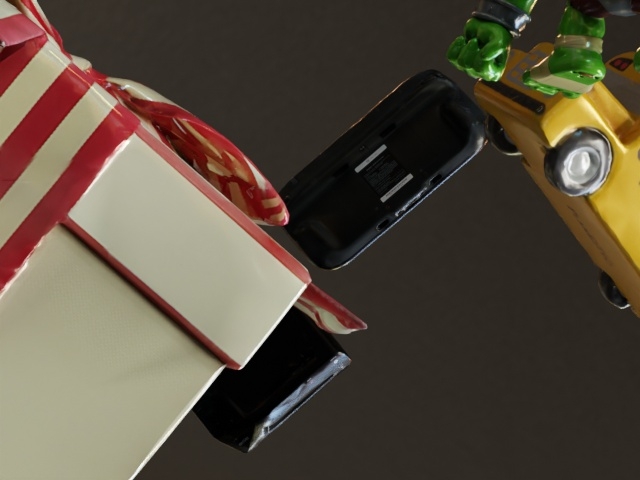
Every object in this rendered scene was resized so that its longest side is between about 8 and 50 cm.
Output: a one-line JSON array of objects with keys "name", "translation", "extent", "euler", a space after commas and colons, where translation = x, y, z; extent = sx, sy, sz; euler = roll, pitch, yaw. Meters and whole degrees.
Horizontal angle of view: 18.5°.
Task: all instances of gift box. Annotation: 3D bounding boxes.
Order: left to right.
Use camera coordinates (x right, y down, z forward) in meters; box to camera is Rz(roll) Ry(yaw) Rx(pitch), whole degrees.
[{"name": "gift box", "translation": [-0.156, 0.021, 0.788], "extent": [0.255, 0.258, 0.276], "euler": [42, -12, -16]}]

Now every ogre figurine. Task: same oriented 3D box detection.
[{"name": "ogre figurine", "translation": [0.174, -0.142, 1.073], "extent": [0.197, 0.118, 0.097], "euler": [-1, -13, 44]}]

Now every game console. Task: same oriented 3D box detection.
[{"name": "game console", "translation": [0.000, 0.000, 1.715], "extent": [0.213, 0.361, 0.044], "euler": [50, 2, 29]}]

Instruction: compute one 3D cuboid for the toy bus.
[{"name": "toy bus", "translation": [0.256, -0.024, 1.485], "extent": [0.332, 0.130, 0.108], "euler": [50, -5, -31]}]
